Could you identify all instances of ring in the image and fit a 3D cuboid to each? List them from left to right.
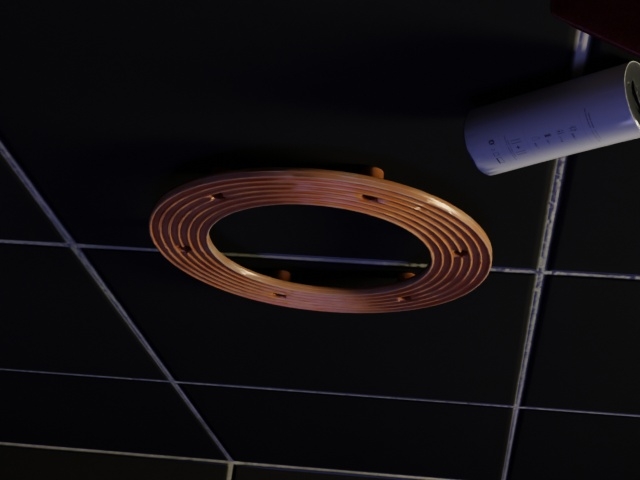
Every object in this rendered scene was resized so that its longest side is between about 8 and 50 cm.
[{"bbox_3d":[0.000,0.000,1.144,0.337,0.032,0.336,6,157,3],"label":"ring"}]

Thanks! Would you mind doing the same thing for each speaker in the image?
[{"bbox_3d":[0.176,-0.088,0.861,0.136,0.055,0.055,-14,149,39],"label":"speaker"}]

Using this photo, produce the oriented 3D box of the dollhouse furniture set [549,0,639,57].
[{"bbox_3d":[0.173,-0.131,0.391,0.201,0.152,0.374,24,-168,-38],"label":"dollhouse furniture set"}]
